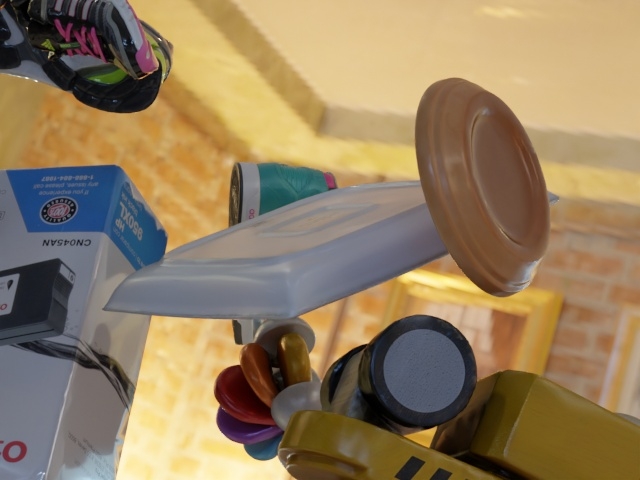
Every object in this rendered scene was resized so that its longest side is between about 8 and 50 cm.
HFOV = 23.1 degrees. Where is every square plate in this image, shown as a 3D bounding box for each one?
[{"bbox_3d":[0.000,0.000,1.558,0.347,0.049,0.344,-22,12,-34],"label":"square plate"}]

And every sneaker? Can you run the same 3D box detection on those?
[{"bbox_3d":[-0.027,0.016,1.973,0.178,0.123,0.295,-2,-43,-9],"label":"sneaker"},{"bbox_3d":[-0.284,-0.214,1.591,0.300,0.111,0.121,25,17,6],"label":"sneaker"},{"bbox_3d":[-0.193,-0.168,1.253,0.170,0.075,0.063,43,-20,39],"label":"sneaker"}]

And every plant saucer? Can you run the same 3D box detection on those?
[{"bbox_3d":[0.149,-0.050,1.364,0.037,0.200,0.200,-18,-34,31],"label":"plant saucer"}]

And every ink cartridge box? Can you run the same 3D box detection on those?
[{"bbox_3d":[-0.359,0.124,1.747,0.286,0.395,0.166,-2,-32,17],"label":"ink cartridge box"}]

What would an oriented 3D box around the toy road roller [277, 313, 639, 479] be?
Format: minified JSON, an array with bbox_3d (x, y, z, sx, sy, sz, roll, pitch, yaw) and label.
[{"bbox_3d":[0.120,0.229,1.365,0.330,0.240,0.202,24,-17,-7],"label":"toy road roller"}]

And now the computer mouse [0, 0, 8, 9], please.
[{"bbox_3d":[-0.272,-0.174,1.213,0.041,0.071,0.242,1,-22,-29],"label":"computer mouse"}]

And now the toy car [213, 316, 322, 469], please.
[{"bbox_3d":[-0.057,0.189,1.828,0.136,0.159,0.182,-13,-46,-7],"label":"toy car"}]
